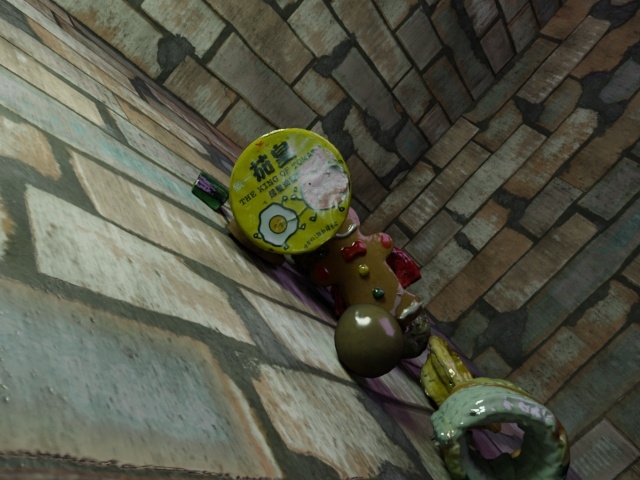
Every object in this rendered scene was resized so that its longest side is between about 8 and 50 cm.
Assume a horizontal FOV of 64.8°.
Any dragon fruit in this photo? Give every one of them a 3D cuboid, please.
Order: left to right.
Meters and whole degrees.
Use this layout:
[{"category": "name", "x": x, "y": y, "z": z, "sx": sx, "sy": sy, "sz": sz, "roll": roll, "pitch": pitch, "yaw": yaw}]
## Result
[{"category": "dragon fruit", "x": 0.131, "y": 0.104, "z": 1.595, "sx": 0.205, "sy": 0.316, "sz": 0.152, "roll": 66, "pitch": -21, "yaw": 1}]

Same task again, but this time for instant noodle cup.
[{"category": "instant noodle cup", "x": -0.106, "y": -0.141, "z": 1.388, "sx": 0.325, "sy": 0.326, "sz": 0.254, "roll": 40, "pitch": -3, "yaw": -20}]

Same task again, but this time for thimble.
[{"category": "thimble", "x": 0.396, "y": 0.452, "z": 1.135, "sx": 0.288, "sy": 0.254, "sz": 0.167, "roll": 16, "pitch": 3, "yaw": 2}]

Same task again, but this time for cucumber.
[{"category": "cucumber", "x": -0.320, "y": -0.144, "z": 1.484, "sx": 0.115, "sy": 0.062, "sz": 0.116, "roll": 37, "pitch": 7, "yaw": -17}]

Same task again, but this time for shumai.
[{"category": "shumai", "x": 0.244, "y": 0.269, "z": 1.621, "sx": 0.256, "sy": 0.189, "sz": 0.218, "roll": 39, "pitch": 5, "yaw": 9}]

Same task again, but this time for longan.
[{"category": "longan", "x": 0.114, "y": 0.236, "z": 1.202, "sx": 0.189, "sy": 0.189, "sz": 0.189, "roll": 42, "pitch": 7, "yaw": -7}]

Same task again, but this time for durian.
[{"category": "durian", "x": 0.006, "y": 0.010, "z": 1.721, "sx": 0.258, "sy": 0.258, "sz": 0.293, "roll": 43, "pitch": 19, "yaw": -2}]

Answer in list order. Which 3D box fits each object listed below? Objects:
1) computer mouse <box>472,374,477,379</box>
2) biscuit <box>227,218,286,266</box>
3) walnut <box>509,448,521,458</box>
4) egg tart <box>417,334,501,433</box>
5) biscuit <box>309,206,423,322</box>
[{"category": "computer mouse", "x": 0.569, "y": 0.563, "z": 2.021, "sx": 0.137, "sy": 0.096, "sz": 0.233, "roll": 44, "pitch": 8, "yaw": 15}, {"category": "biscuit", "x": -0.170, "y": 0.005, "z": 1.475, "sx": 0.183, "sy": 0.047, "sz": 0.320, "roll": 45, "pitch": 8, "yaw": 1}, {"category": "walnut", "x": 0.623, "y": 0.680, "z": 1.478, "sx": 0.166, "sy": 0.149, "sz": 0.166, "roll": 10, "pitch": 0, "yaw": 0}, {"category": "egg tart", "x": 0.415, "y": 0.459, "z": 1.564, "sx": 0.345, "sy": 0.132, "sz": 0.345, "roll": 49, "pitch": 11, "yaw": -13}, {"category": "biscuit", "x": 0.112, "y": 0.075, "z": 1.479, "sx": 0.432, "sy": 0.283, "sz": 0.064, "roll": 64, "pitch": -21, "yaw": 4}]
